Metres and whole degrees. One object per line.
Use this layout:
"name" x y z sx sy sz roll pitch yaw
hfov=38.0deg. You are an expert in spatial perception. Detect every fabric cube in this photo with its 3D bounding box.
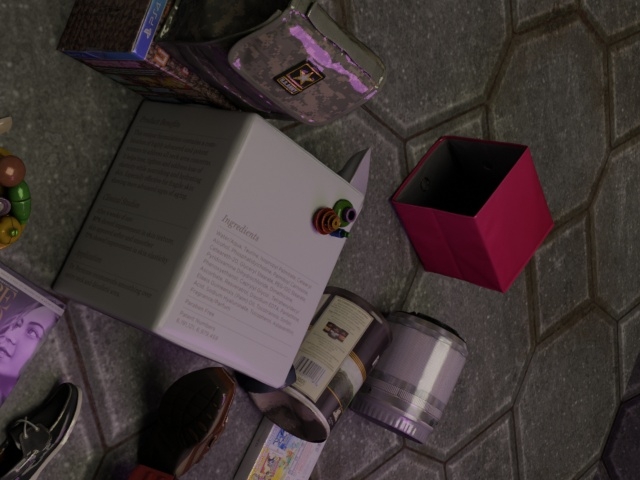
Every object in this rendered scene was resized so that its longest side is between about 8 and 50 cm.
"fabric cube" 0.375 -0.071 2.273 0.254 0.259 0.258 -51 132 -25

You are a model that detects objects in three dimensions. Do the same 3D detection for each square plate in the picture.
"square plate" 0.000 0.000 1.955 0.347 0.049 0.344 -59 171 -17

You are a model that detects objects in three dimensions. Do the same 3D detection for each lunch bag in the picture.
"lunch bag" -0.066 -0.295 1.429 0.235 0.287 0.169 34 74 -44

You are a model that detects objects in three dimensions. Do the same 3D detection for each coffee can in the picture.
"coffee can" 0.001 0.265 2.005 0.275 0.201 0.201 -52 131 -30

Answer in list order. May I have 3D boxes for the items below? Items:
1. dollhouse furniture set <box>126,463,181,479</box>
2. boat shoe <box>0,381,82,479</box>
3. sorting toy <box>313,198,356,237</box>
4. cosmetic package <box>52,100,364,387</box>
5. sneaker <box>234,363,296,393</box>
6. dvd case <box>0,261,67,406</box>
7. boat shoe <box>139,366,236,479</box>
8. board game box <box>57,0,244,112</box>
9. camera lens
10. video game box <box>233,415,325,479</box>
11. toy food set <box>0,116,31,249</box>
"dollhouse furniture set" -0.341 0.602 1.643 0.374 0.152 0.201 -68 180 -64
"boat shoe" -0.504 0.346 1.629 0.233 0.084 0.079 -55 132 -16
"sorting toy" 0.035 -0.034 1.631 0.102 0.042 0.061 -22 115 -41
"cosmetic package" -0.196 0.001 1.673 0.327 0.329 0.394 33 77 -44
"sneaker" -0.131 0.197 1.819 0.112 0.319 0.131 -14 105 -15
"dvd case" -0.553 0.165 1.582 0.164 0.018 0.221 44 69 -41
"boat shoe" -0.243 0.347 1.795 0.120 0.122 0.324 -19 153 -48
"board game box" -0.255 -0.325 1.604 0.291 0.232 0.141 26 81 -45
"camera lens" 0.215 0.322 2.234 0.219 0.219 0.274 37 73 -43
"video game box" -0.082 0.481 2.104 0.187 0.048 0.205 39 72 -45
"toy food set" -0.527 -0.083 1.508 0.128 0.071 0.218 -18 112 -41
